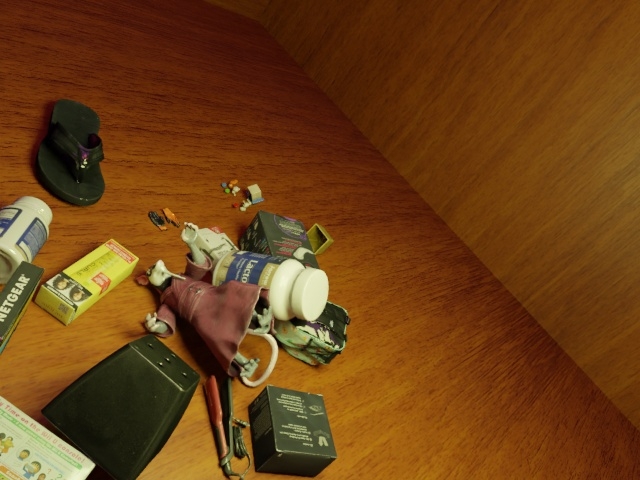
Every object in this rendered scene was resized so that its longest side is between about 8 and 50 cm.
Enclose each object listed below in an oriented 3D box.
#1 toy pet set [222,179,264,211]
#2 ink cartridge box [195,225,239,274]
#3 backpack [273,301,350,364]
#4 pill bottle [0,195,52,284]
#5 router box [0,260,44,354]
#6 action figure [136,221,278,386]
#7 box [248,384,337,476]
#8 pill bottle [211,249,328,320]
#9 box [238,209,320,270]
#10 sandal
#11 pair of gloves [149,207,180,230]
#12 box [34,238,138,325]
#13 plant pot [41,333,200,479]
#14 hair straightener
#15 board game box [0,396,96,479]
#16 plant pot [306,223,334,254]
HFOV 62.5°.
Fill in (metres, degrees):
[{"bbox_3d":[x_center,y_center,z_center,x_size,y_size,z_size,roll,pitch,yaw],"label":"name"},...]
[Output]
[{"bbox_3d":[-0.261,-0.149,1.802,0.114,0.065,0.122,-20,54,-18],"label":"toy pet set"},{"bbox_3d":[-0.293,0.029,1.490,0.135,0.056,0.099,47,29,14],"label":"ink cartridge box"},{"bbox_3d":[-0.034,0.229,1.414,0.188,0.144,0.166,34,37,-15],"label":"backpack"},{"bbox_3d":[-0.634,-0.008,1.091,0.112,0.112,0.186,28,31,-20],"label":"pill bottle"},{"bbox_3d":[-0.564,0.141,0.938,0.046,0.133,0.179,27,32,-21],"label":"router box"},{"bbox_3d":[-0.265,0.141,1.232,0.370,0.248,0.275,24,-18,26],"label":"action figure"},{"bbox_3d":[-0.064,0.420,1.163,0.156,0.093,0.158,21,33,-30],"label":"box"},{"bbox_3d":[-0.124,0.113,1.310,0.265,0.153,0.153,8,16,28],"label":"pill bottle"},{"bbox_3d":[-0.118,0.065,1.550,0.165,0.143,0.270,14,38,-35],"label":"box"},{"bbox_3d":[-0.666,-0.270,1.427,0.168,0.107,0.445,14,37,-37],"label":"sandal"},{"bbox_3d":[-0.440,-0.059,1.492,0.074,0.010,0.083,48,33,13],"label":"pair of gloves"},{"bbox_3d":[-0.506,0.085,1.161,0.087,0.058,0.232,38,28,-2],"label":"box"},{"bbox_3d":[-0.323,0.272,0.926,0.188,0.167,0.187,39,-3,2],"label":"plant pot"},{"bbox_3d":[-0.181,0.393,1.114,0.089,0.047,0.230,14,38,-38],"label":"hair straightener"},{"bbox_3d":[-0.501,0.377,0.717,0.224,0.097,0.303,38,30,-4],"label":"board game box"},{"bbox_3d":[0.000,0.000,1.854,0.081,0.081,0.083,53,19,24],"label":"plant pot"}]
